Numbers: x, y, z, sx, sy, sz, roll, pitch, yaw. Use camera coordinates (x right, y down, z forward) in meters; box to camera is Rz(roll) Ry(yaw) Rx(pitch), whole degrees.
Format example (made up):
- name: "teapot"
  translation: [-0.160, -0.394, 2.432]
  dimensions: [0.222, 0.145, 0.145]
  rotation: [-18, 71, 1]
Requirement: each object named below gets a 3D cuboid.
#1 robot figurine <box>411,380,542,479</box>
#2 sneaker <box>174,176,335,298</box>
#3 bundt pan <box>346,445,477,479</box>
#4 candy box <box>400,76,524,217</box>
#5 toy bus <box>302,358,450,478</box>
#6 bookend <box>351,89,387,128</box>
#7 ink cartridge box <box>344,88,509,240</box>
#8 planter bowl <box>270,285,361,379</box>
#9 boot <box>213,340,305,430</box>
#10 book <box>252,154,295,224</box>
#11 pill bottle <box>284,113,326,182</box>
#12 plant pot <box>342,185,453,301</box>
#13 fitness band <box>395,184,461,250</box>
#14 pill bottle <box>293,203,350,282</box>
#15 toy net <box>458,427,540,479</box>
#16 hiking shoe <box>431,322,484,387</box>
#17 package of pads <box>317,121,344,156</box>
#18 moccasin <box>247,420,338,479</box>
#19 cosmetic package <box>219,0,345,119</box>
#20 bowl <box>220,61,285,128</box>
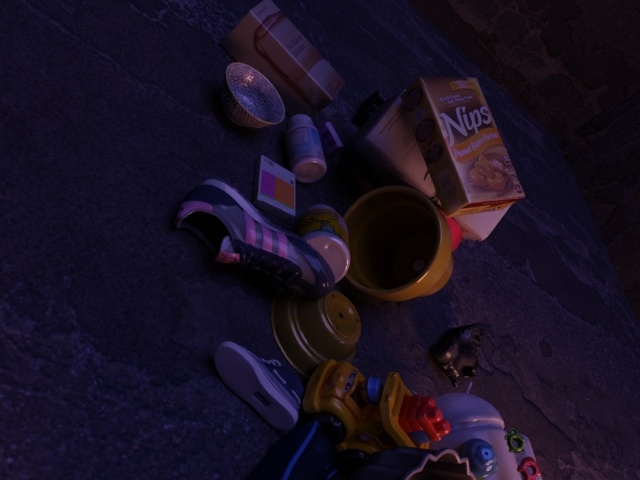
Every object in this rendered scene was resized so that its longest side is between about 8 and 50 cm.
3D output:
- name: "robot figurine"
  translation: [0.274, 0.445, 1.180]
  dimensions: [0.300, 0.199, 0.353]
  rotation: [-1, 56, -13]
- name: "sneaker"
  translation: [-0.125, 0.023, 1.132]
  dimensions: [0.319, 0.112, 0.131]
  rotation: [36, 42, 1]
- name: "bundt pan"
  translation: [0.113, 0.465, 0.941]
  dimensions: [0.331, 0.124, 0.330]
  rotation: [-6, 98, -48]
- name: "candy box"
  translation: [0.323, -0.218, 1.420]
  dimensions: [0.183, 0.087, 0.316]
  rotation: [-9, 74, -32]
- name: "toy bus"
  translation: [0.107, 0.302, 1.081]
  dimensions: [0.220, 0.212, 0.149]
  rotation: [54, 34, -16]
- name: "bookend"
  translation: [0.188, -0.360, 1.913]
  dimensions: [0.156, 0.072, 0.157]
  rotation: [46, 35, -14]
- name: "ink cartridge box"
  translation: [0.282, -0.188, 1.632]
  dimensions: [0.395, 0.166, 0.285]
  rotation: [40, -2, -9]
- name: "planter bowl"
  translation: [0.014, 0.162, 1.210]
  dimensions: [0.217, 0.090, 0.217]
  rotation: [32, 38, -30]
- name: "boot"
  translation: [-0.101, 0.226, 1.042]
  dimensions: [0.190, 0.069, 0.086]
  rotation: [54, 25, -16]
- name: "book"
  translation: [-0.101, -0.116, 1.370]
  dimensions: [0.096, 0.035, 0.144]
  rotation: [30, 40, -28]
- name: "pill bottle"
  translation: [-0.040, -0.223, 1.491]
  dimensions: [0.087, 0.087, 0.160]
  rotation: [22, 45, -40]
- name: "plant pot"
  translation: [0.196, 0.030, 1.440]
  dimensions: [0.239, 0.254, 0.253]
  rotation: [32, 36, -56]
- name: "fitness band"
  translation: [0.277, -0.054, 1.637]
  dimensions: [0.209, 0.054, 0.291]
  rotation: [35, -3, 17]
- name: "pill bottle"
  translation: [0.000, 0.000, 1.287]
  dimensions: [0.117, 0.118, 0.208]
  rotation: [44, 17, -16]
- name: "toy net"
  translation: [0.323, 0.442, 1.044]
  dimensions: [0.122, 0.045, 0.232]
  rotation: [-5, 59, -17]
- name: "hiking shoe"
  translation: [0.354, 0.283, 1.552]
  dimensions: [0.227, 0.086, 0.114]
  rotation: [-21, 91, -50]
- name: "package of pads"
  translation: [0.023, -0.267, 1.642]
  dimensions: [0.032, 0.050, 0.083]
  rotation: [-11, 69, -54]
- name: "moccasin"
  translation: [-0.050, 0.389, 0.888]
  dimensions: [0.116, 0.138, 0.342]
  rotation: [58, 34, -2]
- name: "cosmetic package"
  translation: [-0.091, -0.457, 1.599]
  dimensions: [0.296, 0.129, 0.153]
  rotation: [43, 36, -15]
- name: "bowl"
  translation: [-0.170, -0.313, 1.415]
  dimensions: [0.170, 0.080, 0.170]
  rotation: [32, 39, -30]
